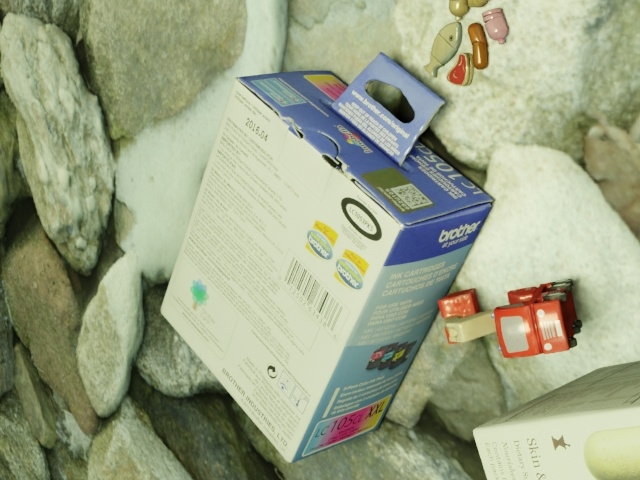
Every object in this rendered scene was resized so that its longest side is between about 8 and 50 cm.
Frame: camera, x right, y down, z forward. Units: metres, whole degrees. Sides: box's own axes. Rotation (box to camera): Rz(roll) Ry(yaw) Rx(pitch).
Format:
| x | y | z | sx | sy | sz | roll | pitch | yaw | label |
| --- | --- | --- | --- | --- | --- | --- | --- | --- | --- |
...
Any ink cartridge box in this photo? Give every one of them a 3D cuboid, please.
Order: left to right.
| x | y | z | sx | sy | sz | roll | pitch | yaw | label |
| --- | --- | --- | --- | --- | --- | --- | --- | --- | --- |
| 0.000 | 0.000 | 1.013 | 0.270 | 0.151 | 0.395 | 44 | 129 | 30 | ink cartridge box |

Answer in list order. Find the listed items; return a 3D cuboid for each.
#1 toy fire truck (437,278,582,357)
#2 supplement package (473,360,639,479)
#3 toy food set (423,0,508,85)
| x | y | z | sx | sy | sz | roll | pitch | yaw | label |
| --- | --- | --- | --- | --- | --- | --- | --- | --- | --- |
| 0.166 | 0.072 | 0.865 | 0.135 | 0.192 | 0.047 | -13 | 91 | 19 | toy fire truck |
| 0.297 | 0.194 | 0.710 | 0.263 | 0.198 | 0.199 | -21 | 83 | 47 | supplement package |
| 0.143 | -0.198 | 0.908 | 0.078 | 0.019 | 0.122 | 44 | 128 | 30 | toy food set |
